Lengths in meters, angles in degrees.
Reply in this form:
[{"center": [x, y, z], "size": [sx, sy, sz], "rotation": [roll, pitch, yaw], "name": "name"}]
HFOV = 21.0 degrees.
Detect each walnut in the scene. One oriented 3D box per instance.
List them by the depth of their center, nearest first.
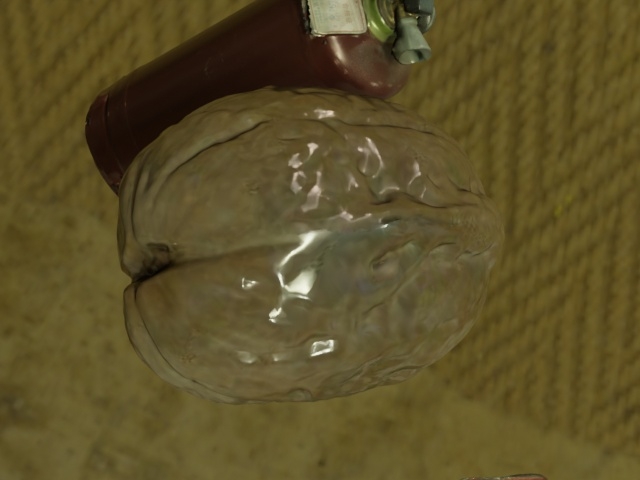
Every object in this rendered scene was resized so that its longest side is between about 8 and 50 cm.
[{"center": [-0.001, 0.001, 0.946], "size": [0.230, 0.178, 0.178], "rotation": [-3, 129, -24], "name": "walnut"}]

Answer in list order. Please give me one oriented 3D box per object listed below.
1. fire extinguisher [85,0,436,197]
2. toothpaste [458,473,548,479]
[{"center": [-0.027, -0.111, 1.078], "size": [0.269, 0.105, 0.105], "rotation": [-25, 114, 37], "name": "fire extinguisher"}, {"center": [0.079, 0.239, 0.978], "size": [0.062, 0.039, 0.239], "rotation": [2, 109, -25], "name": "toothpaste"}]
